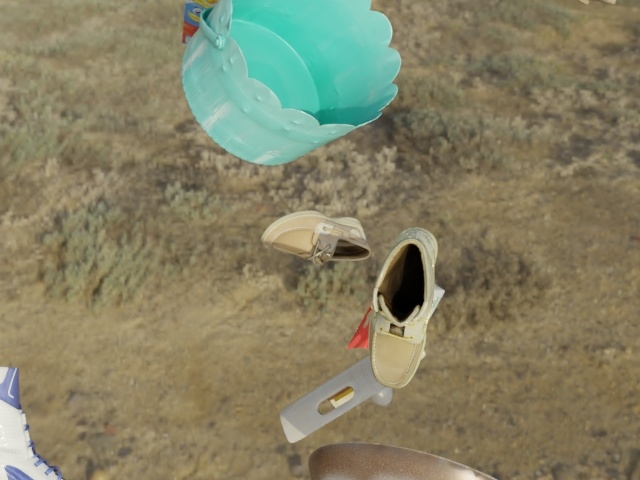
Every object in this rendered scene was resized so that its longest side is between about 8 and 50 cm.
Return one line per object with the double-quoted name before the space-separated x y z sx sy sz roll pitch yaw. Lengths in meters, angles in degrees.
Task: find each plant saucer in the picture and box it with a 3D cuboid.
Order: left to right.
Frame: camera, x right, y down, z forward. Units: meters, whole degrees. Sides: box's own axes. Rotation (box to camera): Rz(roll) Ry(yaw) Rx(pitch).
"plant saucer" 0.125 0.341 1.119 0.311 0.310 0.050 12 56 16

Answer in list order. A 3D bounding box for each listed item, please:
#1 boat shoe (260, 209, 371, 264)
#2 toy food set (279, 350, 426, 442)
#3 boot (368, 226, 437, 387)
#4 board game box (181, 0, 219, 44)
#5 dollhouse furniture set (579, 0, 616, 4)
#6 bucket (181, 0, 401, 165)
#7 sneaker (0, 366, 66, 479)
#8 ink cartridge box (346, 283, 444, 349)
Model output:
"boat shoe" 0.000 0.000 2.370 0.341 0.121 0.110 -1 50 -41
"toy food set" 0.073 0.275 1.654 0.092 0.220 0.306 58 14 10
"boot" 0.097 0.093 1.102 0.077 0.213 0.165 12 7 7
"board game box" -0.146 -0.449 1.534 0.142 0.275 0.144 14 68 -6
"dollhouse furniture set" 0.385 -0.589 1.490 0.356 0.303 0.174 6 15 -46
"bucket" -0.049 -0.249 1.265 0.281 0.281 0.183 -24 -2 -40
"sneaker" -0.521 0.382 1.551 0.182 0.315 0.127 10 -16 -24
"ink cartridge box" 0.170 0.173 1.989 0.056 0.180 0.225 34 15 27
